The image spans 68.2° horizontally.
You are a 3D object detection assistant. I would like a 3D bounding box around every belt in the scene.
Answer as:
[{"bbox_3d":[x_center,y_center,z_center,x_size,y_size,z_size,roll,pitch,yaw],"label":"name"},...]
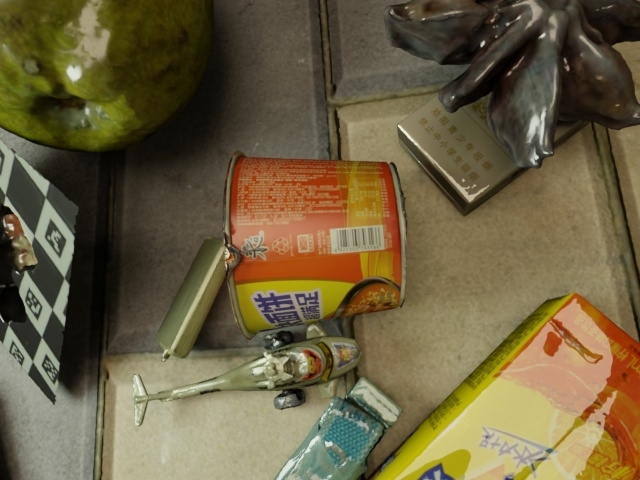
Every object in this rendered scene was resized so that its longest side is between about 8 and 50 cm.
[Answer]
[{"bbox_3d":[-0.024,0.286,0.514,0.072,0.087,0.302,37,86,19],"label":"belt"}]

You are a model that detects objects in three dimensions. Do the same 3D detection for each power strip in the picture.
[{"bbox_3d":[-0.160,0.076,0.601,0.076,0.028,0.168,9,72,56],"label":"power strip"}]

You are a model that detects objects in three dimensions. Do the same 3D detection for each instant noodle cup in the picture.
[{"bbox_3d":[0.000,0.000,0.525,0.174,0.213,0.213,-3,76,2],"label":"instant noodle cup"}]

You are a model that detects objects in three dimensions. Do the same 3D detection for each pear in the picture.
[{"bbox_3d":[-0.308,-0.289,0.577,0.352,0.352,0.413,-22,60,5],"label":"pear"}]

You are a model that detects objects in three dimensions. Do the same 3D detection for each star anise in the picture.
[{"bbox_3d":[0.241,-0.221,0.513,0.360,0.139,0.315,3,85,-4],"label":"star anise"}]

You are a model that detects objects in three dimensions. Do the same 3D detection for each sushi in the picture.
[{"bbox_3d":[-0.395,-0.005,0.617,0.340,0.069,0.319,35,122,21],"label":"sushi"}]

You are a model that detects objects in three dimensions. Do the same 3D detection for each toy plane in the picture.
[{"bbox_3d":[-0.088,0.161,0.555,0.287,0.108,0.091,-17,75,19],"label":"toy plane"}]

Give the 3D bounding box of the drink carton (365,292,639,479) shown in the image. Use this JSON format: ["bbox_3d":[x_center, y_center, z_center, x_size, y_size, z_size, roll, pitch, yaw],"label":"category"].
[{"bbox_3d":[0.179,0.228,0.480,0.351,0.111,0.154,-45,72,-1],"label":"drink carton"}]

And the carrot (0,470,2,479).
[{"bbox_3d":[-0.468,0.265,0.608,0.082,0.082,0.173,-33,74,2],"label":"carrot"}]

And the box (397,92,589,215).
[{"bbox_3d":[0.215,-0.145,0.585,0.201,0.058,0.141,-39,73,1],"label":"box"}]
